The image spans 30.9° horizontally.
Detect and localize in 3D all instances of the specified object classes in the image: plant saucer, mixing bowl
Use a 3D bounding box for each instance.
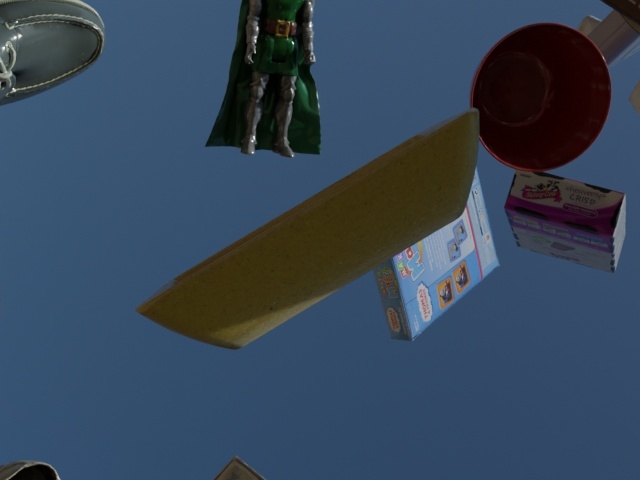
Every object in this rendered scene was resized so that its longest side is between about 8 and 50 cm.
[{"bbox_3d":[0.000,0.000,1.110,0.332,0.081,0.333,-30,-177,-1],"label":"plant saucer"},{"bbox_3d":[0.257,-0.183,1.440,0.181,0.181,0.098,-48,-160,3],"label":"mixing bowl"}]

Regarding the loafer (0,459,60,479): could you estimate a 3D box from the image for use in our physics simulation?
[{"bbox_3d":[-0.332,0.311,1.121,0.092,0.102,0.269,-44,-161,39],"label":"loafer"}]

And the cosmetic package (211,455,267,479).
[{"bbox_3d":[-0.047,0.408,1.439,0.160,0.309,0.113,34,-108,32],"label":"cosmetic package"}]

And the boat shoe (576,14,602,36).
[{"bbox_3d":[0.383,-0.255,1.760,0.063,0.066,0.184,55,-38,38],"label":"boat shoe"}]

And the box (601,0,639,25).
[{"bbox_3d":[0.374,-0.234,0.964,0.191,0.381,0.143,-55,-176,29],"label":"box"}]

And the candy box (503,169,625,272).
[{"bbox_3d":[0.364,-0.028,1.707,0.159,0.233,0.071,17,-100,17],"label":"candy box"}]

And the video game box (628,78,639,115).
[{"bbox_3d":[0.452,-0.099,1.251,0.205,0.187,0.048,-101,-149,-56],"label":"video game box"}]

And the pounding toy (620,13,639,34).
[{"bbox_3d":[0.377,-0.244,1.120,0.183,0.110,0.237,-32,-92,9],"label":"pounding toy"}]

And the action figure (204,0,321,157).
[{"bbox_3d":[-0.050,-0.212,1.301,0.063,0.137,0.232,-142,-124,-65],"label":"action figure"}]

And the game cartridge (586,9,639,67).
[{"bbox_3d":[0.497,-0.339,1.598,0.297,0.198,0.062,-31,-102,-26],"label":"game cartridge"}]

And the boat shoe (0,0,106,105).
[{"bbox_3d":[-0.345,-0.161,1.135,0.319,0.116,0.099,-18,-139,-31],"label":"boat shoe"}]

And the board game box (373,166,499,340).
[{"bbox_3d":[0.139,0.004,1.427,0.039,0.160,0.211,1,-156,40],"label":"board game box"}]
